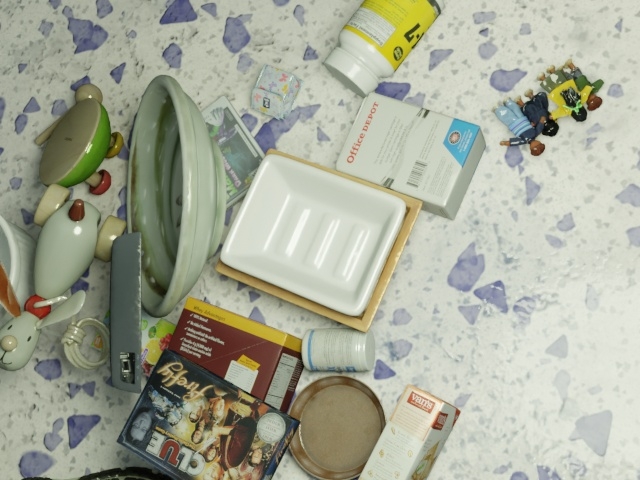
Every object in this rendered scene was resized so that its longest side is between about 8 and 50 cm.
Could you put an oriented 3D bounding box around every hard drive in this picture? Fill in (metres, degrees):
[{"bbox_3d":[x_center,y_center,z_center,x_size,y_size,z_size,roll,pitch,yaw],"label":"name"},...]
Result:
[{"bbox_3d":[-0.317,0.116,1.535,0.054,0.172,0.254,0,87,-13],"label":"hard drive"}]

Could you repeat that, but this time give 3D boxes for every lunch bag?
[{"bbox_3d":[-0.081,-0.265,1.684,0.071,0.053,0.083,26,94,24],"label":"lunch bag"}]

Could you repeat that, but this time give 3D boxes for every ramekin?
[{"bbox_3d":[-0.643,0.072,1.731,0.277,0.135,0.277,-5,75,17],"label":"ramekin"}]

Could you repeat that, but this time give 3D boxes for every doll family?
[{"bbox_3d":[0.370,-0.210,1.514,0.193,0.076,0.111,-37,72,11],"label":"doll family"}]

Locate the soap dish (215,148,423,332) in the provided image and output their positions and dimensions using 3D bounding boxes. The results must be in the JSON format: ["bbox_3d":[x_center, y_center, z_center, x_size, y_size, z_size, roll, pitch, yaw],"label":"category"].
[{"bbox_3d":[0.000,0.000,1.550,0.291,0.118,0.228,21,83,22],"label":"soap dish"}]

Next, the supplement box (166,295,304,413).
[{"bbox_3d":[-0.148,0.219,1.532,0.191,0.129,0.194,18,82,22],"label":"supplement box"}]

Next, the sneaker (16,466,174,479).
[{"bbox_3d":[-0.383,0.493,1.560,0.411,0.158,0.182,-6,105,15],"label":"sneaker"}]

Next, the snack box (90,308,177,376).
[{"bbox_3d":[-0.321,0.171,1.651,0.141,0.037,0.100,23,82,23],"label":"snack box"}]

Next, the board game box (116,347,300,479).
[{"bbox_3d":[-0.173,0.291,1.428,0.243,0.042,0.165,25,85,22],"label":"board game box"}]

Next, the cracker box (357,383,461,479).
[{"bbox_3d":[0.120,0.336,1.399,0.067,0.156,0.232,25,85,22],"label":"cracker box"}]

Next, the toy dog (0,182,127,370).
[{"bbox_3d":[-0.449,0.052,1.584,0.220,0.161,0.333,5,73,-9],"label":"toy dog"}]

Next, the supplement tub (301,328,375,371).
[{"bbox_3d":[0.029,0.177,1.518,0.107,0.071,0.071,-2,75,19],"label":"supplement tub"}]

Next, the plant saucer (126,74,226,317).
[{"bbox_3d":[-0.235,-0.072,1.567,0.101,0.400,0.400,0,71,-24],"label":"plant saucer"}]

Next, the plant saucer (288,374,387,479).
[{"bbox_3d":[0.028,0.301,1.508,0.169,0.029,0.168,-4,75,17],"label":"plant saucer"}]

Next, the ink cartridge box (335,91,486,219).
[{"bbox_3d":[0.150,-0.141,1.556,0.203,0.086,0.148,22,83,23],"label":"ink cartridge box"}]

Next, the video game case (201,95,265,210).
[{"bbox_3d":[-0.196,-0.144,1.704,0.173,0.022,0.190,-36,68,6],"label":"video game case"}]

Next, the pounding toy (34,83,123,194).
[{"bbox_3d":[-0.433,-0.172,1.762,0.183,0.110,0.237,-48,37,13],"label":"pounding toy"}]

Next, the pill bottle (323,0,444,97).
[{"bbox_3d":[0.106,-0.356,1.610,0.119,0.119,0.208,38,90,23],"label":"pill bottle"}]
